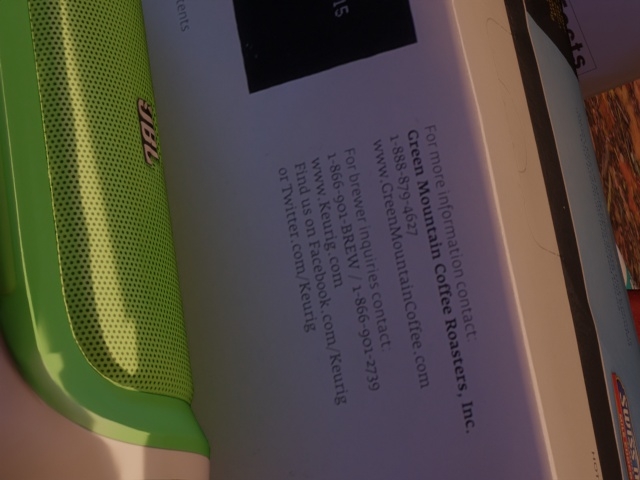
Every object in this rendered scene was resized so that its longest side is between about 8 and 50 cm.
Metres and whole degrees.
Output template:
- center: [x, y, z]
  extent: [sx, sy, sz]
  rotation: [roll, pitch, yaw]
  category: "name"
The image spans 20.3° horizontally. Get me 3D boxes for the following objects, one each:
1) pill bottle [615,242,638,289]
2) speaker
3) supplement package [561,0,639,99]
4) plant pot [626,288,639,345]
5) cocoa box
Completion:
- center: [0.181, 0.073, 1.380]
  extent: [0.146, 0.146, 0.264]
  rotation: [-87, 153, -42]
  category: "pill bottle"
- center: [-0.116, -0.026, 0.646]
  extent: [0.131, 0.131, 0.297]
  rotation: [26, 53, -66]
  category: "speaker"
- center: [0.100, -0.160, 1.086]
  extent: [0.175, 0.293, 0.177]
  rotation: [68, 19, -5]
  category: "supplement package"
- center: [0.144, 0.170, 1.072]
  extent: [0.235, 0.267, 0.267]
  rotation: [29, 47, -47]
  category: "plant pot"
- center: [0.000, 0.000, 0.791]
  extent: [0.228, 0.231, 0.347]
  rotation: [24, 53, -66]
  category: "cocoa box"
